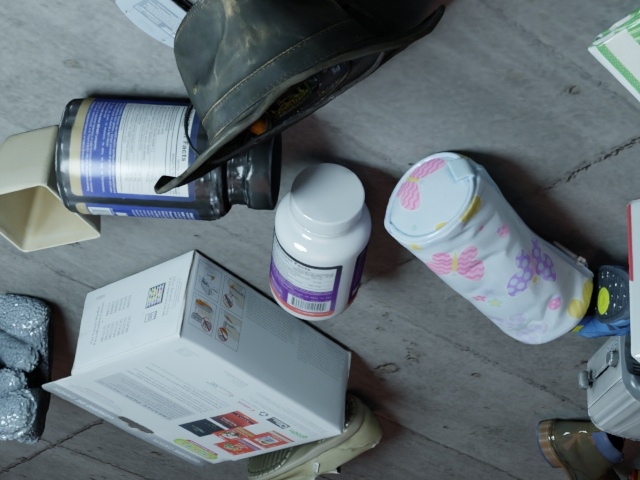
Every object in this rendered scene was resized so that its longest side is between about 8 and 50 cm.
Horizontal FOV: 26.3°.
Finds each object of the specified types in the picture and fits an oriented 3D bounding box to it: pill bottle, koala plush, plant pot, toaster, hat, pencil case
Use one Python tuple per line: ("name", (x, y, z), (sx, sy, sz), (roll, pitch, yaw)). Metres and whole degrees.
("pill bottle", (0.000, 0.000, 1.533), (0.108, 0.108, 0.193), (7, 148, -1))
("koala plush", (-0.480, 0.184, 1.848), (0.221, 0.196, 0.203), (5, 158, -5))
("pill bottle", (-0.154, -0.083, 1.416), (0.219, 0.122, 0.122), (3, 148, 5))
("plant pot", (-0.306, -0.063, 1.500), (0.109, 0.096, 0.109), (-11, 145, 25))
("toaster", (0.444, 0.183, 1.728), (0.227, 0.129, 0.146), (11, 152, -14))
("hat", (-0.044, -0.169, 1.204), (0.331, 0.331, 0.134), (-28, 94, 42))
("pencil case", (0.191, 0.013, 1.514), (0.124, 0.113, 0.273), (-26, 136, 30))

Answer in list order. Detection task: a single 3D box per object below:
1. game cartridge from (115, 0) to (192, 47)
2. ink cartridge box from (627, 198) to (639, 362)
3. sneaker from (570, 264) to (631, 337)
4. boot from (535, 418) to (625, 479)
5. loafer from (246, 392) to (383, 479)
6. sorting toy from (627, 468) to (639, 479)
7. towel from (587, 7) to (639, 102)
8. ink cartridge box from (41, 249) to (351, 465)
("game cartridge", (-0.152, -0.216, 1.304), (0.056, 0.017, 0.083), (-23, 138, 33))
("ink cartridge box", (0.450, 0.089, 1.506), (0.114, 0.197, 0.273), (-17, 141, 33))
("sneaker", (0.350, 0.073, 1.590), (0.082, 0.069, 0.209), (7, 168, -8))
("boot", (0.413, 0.323, 1.996), (0.106, 0.082, 0.219), (-16, 140, 36))
("loafer", (-0.010, 0.312, 2.038), (0.092, 0.101, 0.268), (33, 139, -26))
("sorting toy", (0.480, 0.389, 2.054), (0.046, 0.132, 0.274), (30, 146, 2))
("towel", (0.430, -0.170, 1.185), (0.248, 0.038, 0.325), (43, 135, -16))
("ink cartridge box", (-0.164, 0.170, 1.812), (0.272, 0.130, 0.309), (-20, 139, 35))
